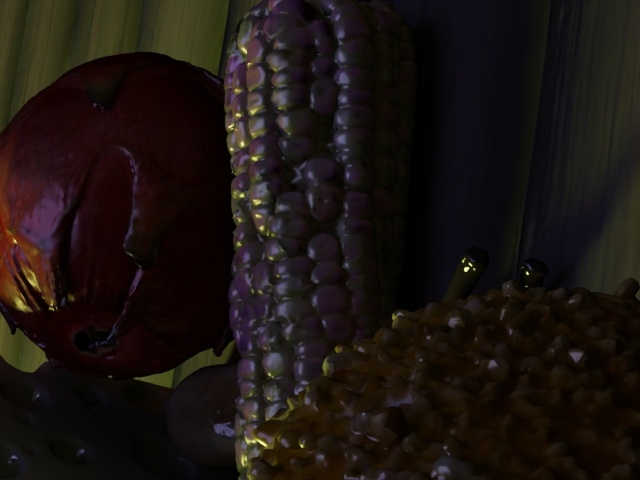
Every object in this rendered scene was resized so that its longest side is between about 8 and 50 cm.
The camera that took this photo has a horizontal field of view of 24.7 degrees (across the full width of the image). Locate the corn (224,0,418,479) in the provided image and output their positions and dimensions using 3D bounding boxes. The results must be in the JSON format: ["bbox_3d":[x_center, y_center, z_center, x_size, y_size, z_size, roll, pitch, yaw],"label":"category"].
[{"bbox_3d":[-0.003,0.000,0.921,0.127,0.127,0.335,-28,56,58],"label":"corn"}]

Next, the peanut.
[{"bbox_3d":[-0.060,0.123,1.036,0.152,0.076,0.076,-18,63,61],"label":"peanut"}]

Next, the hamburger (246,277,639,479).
[{"bbox_3d":[0.110,0.133,0.456,0.302,0.302,0.170,-108,28,-46],"label":"hamburger"}]

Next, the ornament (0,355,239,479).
[{"bbox_3d":[-0.205,0.249,1.064,0.239,0.240,0.239,-62,29,20],"label":"ornament"}]

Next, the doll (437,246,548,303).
[{"bbox_3d":[0.072,0.097,0.801,0.165,0.057,0.139,136,136,-56],"label":"doll"}]

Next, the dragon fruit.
[{"bbox_3d":[-0.139,-0.020,1.086,0.252,0.241,0.241,-54,16,-26],"label":"dragon fruit"}]
